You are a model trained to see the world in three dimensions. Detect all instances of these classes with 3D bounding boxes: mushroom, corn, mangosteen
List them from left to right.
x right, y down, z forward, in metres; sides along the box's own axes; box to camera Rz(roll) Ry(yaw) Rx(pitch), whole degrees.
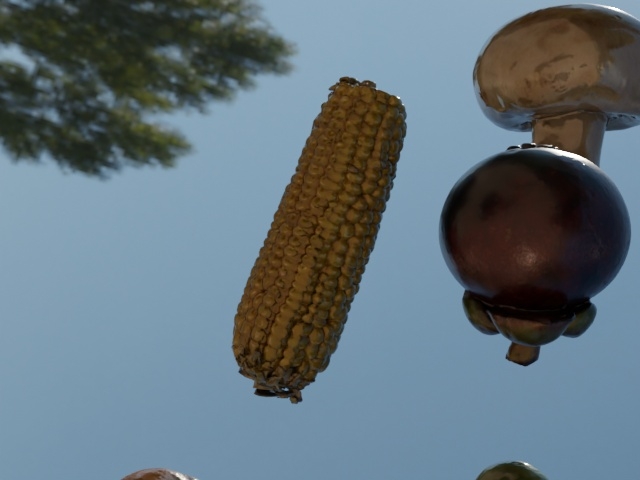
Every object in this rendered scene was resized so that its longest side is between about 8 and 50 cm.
[{"bbox_3d":[0.000,0.000,1.214,0.115,0.115,0.318,29,-82,56],"label":"corn"},{"bbox_3d":[0.189,0.013,1.137,0.200,0.199,0.200,-28,-126,48],"label":"mangosteen"},{"bbox_3d":[0.373,-0.201,1.909,0.297,0.297,0.290,-3,-96,56],"label":"mushroom"}]

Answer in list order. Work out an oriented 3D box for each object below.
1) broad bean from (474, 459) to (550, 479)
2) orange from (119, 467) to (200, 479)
[{"bbox_3d":[0.134,0.294,1.173,0.228,0.100,0.169,-19,-142,6],"label":"broad bean"},{"bbox_3d":[-0.221,0.431,1.854,0.171,0.240,0.240,-58,-144,13],"label":"orange"}]
